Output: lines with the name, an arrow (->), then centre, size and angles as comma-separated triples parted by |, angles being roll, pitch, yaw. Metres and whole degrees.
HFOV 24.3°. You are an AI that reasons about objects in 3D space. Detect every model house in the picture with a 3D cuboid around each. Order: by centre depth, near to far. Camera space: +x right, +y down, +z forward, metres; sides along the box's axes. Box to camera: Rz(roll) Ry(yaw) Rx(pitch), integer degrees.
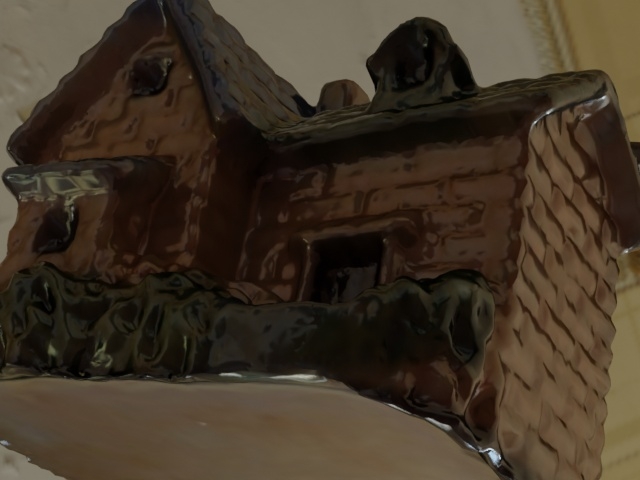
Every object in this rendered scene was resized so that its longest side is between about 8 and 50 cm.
model house -> 0.000, 0.000, 0.477 | 0.166, 0.183, 0.172 | 47, -130, -49

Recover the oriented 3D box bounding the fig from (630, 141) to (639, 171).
fig -> 0.333, -0.046, 0.957 | 0.321, 0.217, 0.216 | -5, -77, 16
